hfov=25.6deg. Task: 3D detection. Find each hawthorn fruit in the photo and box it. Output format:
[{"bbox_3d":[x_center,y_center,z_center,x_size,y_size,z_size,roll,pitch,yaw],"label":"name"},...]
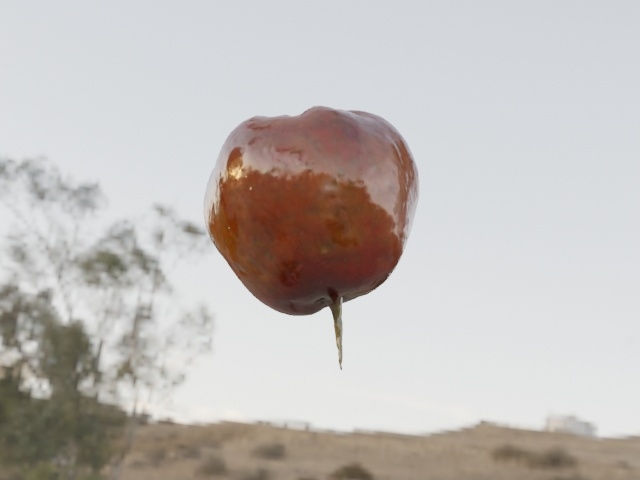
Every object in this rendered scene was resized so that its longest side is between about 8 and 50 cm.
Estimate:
[{"bbox_3d":[-0.001,-0.014,0.801,0.140,0.125,0.125,54,-31,-11],"label":"hawthorn fruit"}]
